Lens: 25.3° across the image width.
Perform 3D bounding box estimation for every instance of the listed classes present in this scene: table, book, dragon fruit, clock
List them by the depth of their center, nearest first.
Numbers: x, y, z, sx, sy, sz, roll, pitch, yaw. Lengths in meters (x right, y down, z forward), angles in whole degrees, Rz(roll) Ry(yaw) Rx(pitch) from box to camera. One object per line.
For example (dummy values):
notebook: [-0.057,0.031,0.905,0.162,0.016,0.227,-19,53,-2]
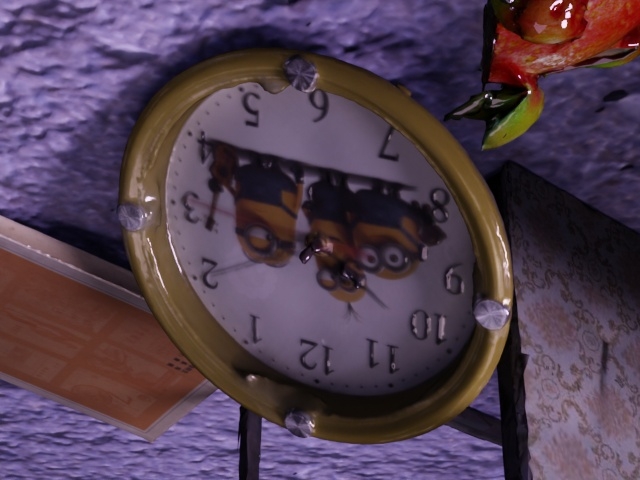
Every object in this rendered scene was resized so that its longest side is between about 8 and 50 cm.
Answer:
dragon fruit: [0.110,-0.131,0.554,0.175,0.138,0.142,-21,121,11]
clock: [0.000,0.000,0.767,0.237,0.057,0.237,13,122,23]
book: [-0.179,0.053,0.930,0.242,0.018,0.170,26,141,-20]
table: [0.142,0.156,0.931,0.335,0.222,0.272,26,139,-33]
